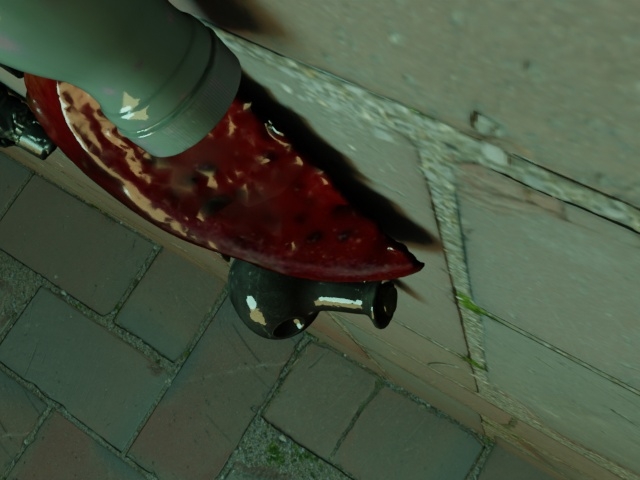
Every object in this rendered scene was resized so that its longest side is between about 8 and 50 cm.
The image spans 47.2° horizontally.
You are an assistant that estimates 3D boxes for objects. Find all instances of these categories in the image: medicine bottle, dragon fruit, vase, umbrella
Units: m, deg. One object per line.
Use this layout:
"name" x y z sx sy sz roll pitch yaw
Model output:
"medicine bottle" -0.125 -0.120 0.295 0.090 0.090 0.217 22 167 45
"dragon fruit" -0.107 -0.060 0.545 0.343 0.100 0.282 38 173 -29
"vase" -0.006 0.052 0.781 0.183 0.120 0.120 5 158 29
"umbrella" -0.549 -0.211 1.073 0.337 0.128 0.154 33 169 -23

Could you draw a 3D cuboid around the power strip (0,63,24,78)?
"power strip" -0.283 -0.183 0.630 0.029 0.038 0.111 31 169 13
